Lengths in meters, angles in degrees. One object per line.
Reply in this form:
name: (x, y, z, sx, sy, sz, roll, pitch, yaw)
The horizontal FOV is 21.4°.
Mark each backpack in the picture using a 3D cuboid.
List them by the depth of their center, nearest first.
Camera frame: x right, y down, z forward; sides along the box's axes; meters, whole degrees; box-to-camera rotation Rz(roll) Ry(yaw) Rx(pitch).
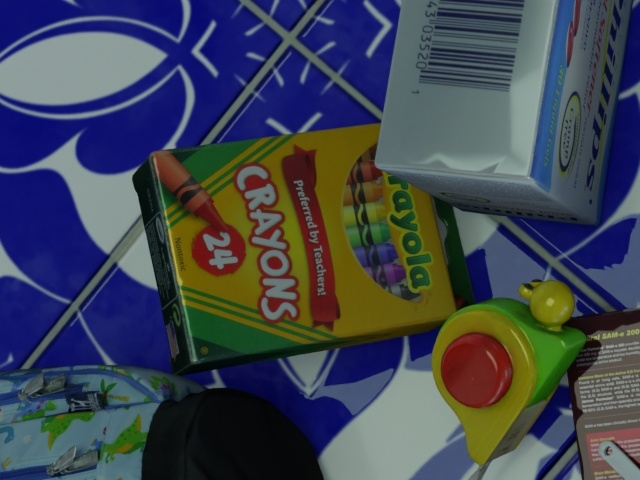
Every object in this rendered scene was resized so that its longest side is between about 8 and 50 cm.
backpack: (-0.215, 0.235, 1.655, 0.355, 0.290, 0.273, -24, 68, 21)

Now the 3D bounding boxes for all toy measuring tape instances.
toy measuring tape: (0.135, 0.159, 1.597, 0.121, 0.121, 0.330, 40, 119, 18)

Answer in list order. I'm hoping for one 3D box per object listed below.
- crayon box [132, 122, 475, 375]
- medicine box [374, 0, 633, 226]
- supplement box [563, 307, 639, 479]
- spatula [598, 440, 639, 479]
crayon box: (0.000, 0.000, 1.609, 0.318, 0.081, 0.202, -9, 80, -21)
medicine box: (0.178, -0.165, 1.545, 0.149, 0.289, 0.264, 8, 86, 21)
supplement box: (0.306, 0.183, 1.576, 0.130, 0.073, 0.240, -9, 82, 18)
spatula: (0.366, 0.212, 1.473, 0.168, 0.019, 0.242, -53, 55, 14)
